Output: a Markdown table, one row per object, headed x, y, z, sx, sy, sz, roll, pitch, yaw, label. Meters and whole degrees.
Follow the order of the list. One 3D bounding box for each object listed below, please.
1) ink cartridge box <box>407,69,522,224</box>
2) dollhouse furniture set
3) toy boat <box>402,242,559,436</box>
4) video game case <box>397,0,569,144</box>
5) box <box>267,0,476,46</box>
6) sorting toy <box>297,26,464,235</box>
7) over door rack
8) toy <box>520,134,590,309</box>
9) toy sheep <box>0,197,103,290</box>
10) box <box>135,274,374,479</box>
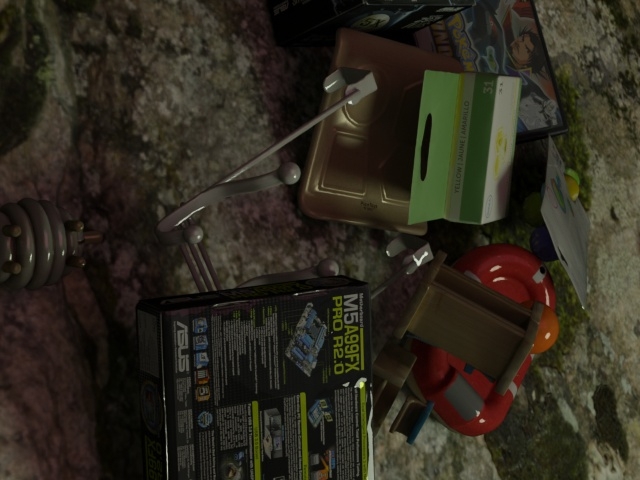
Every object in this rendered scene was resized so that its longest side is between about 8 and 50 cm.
| x | y | z | sx | sy | sz | roll | pitch | yaw | label |
| --- | --- | --- | --- | --- | --- | --- | --- | --- | --- |
| 0.165 | -0.103 | 1.548 | 0.235 | 0.056 | 0.171 | -14 | 111 | -69 | ink cartridge box |
| 0.129 | 0.130 | 1.453 | 0.129 | 0.183 | 0.129 | 29 | 21 | 5 | dollhouse furniture set |
| 0.205 | 0.103 | 1.563 | 0.151 | 0.151 | 0.231 | 48 | 52 | -21 | toy boat |
| 0.190 | -0.248 | 1.726 | 0.248 | 0.035 | 0.274 | -14 | 88 | -43 | video game case |
| 0.055 | -0.273 | 1.537 | 0.180 | 0.147 | 0.077 | -8 | 83 | -43 | box |
| 0.065 | -0.119 | 1.548 | 0.193 | 0.038 | 0.208 | 8 | 95 | -40 | sorting toy |
| 0.000 | 0.000 | 1.395 | 0.324 | 0.108 | 0.239 | -43 | 125 | -37 | over door rack |
| 0.281 | -0.022 | 1.686 | 0.137 | 0.056 | 0.237 | 62 | 25 | -18 | toy |
| -0.253 | 0.003 | 1.231 | 0.132 | 0.091 | 0.091 | 0 | 78 | -34 | toy sheep |
| -0.055 | 0.178 | 1.278 | 0.216 | 0.060 | 0.270 | -7 | 100 | -30 | box |
